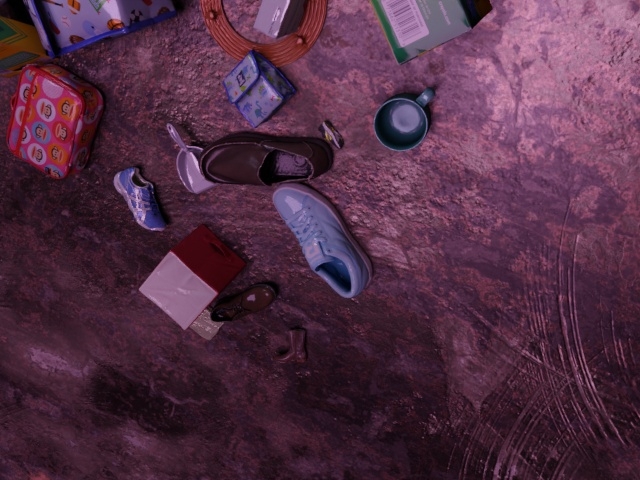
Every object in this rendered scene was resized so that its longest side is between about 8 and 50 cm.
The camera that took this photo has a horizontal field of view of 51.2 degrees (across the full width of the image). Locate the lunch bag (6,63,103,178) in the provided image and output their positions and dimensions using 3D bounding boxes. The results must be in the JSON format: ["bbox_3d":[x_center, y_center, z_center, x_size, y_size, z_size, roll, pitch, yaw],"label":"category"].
[{"bbox_3d":[-0.773,-0.349,1.907,0.258,0.120,0.293,31,118,8],"label":"lunch bag"}]

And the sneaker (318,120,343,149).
[{"bbox_3d":[0.027,-0.269,1.723,0.035,0.031,0.083,-29,98,41],"label":"sneaker"}]

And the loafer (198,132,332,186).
[{"bbox_3d":[-0.158,-0.207,1.739,0.366,0.130,0.133,-4,111,15],"label":"loafer"}]

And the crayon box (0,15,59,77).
[{"bbox_3d":[-0.889,-0.520,1.770,0.203,0.323,0.083,-11,89,22],"label":"crayon box"}]

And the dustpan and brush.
[{"bbox_3d":[-0.355,-0.233,1.844,0.147,0.060,0.211,-21,105,25],"label":"dustpan and brush"}]

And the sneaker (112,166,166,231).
[{"bbox_3d":[-0.514,-0.117,1.938,0.081,0.080,0.211,-28,103,30],"label":"sneaker"}]

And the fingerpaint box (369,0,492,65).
[{"bbox_3d":[0.171,-0.612,1.323,0.163,0.371,0.444,-20,104,27],"label":"fingerpaint box"}]

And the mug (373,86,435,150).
[{"bbox_3d":[0.213,-0.292,1.608,0.158,0.097,0.129,-11,109,22],"label":"mug"}]

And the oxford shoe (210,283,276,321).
[{"bbox_3d":[-0.230,0.197,1.976,0.227,0.096,0.082,-25,101,25],"label":"oxford shoe"}]

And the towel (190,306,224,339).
[{"bbox_3d":[-0.378,0.239,2.082,0.148,0.027,0.110,38,118,0],"label":"towel"}]

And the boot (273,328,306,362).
[{"bbox_3d":[-0.094,0.313,2.014,0.107,0.037,0.114,-2,116,5],"label":"boot"}]

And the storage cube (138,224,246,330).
[{"bbox_3d":[-0.366,0.102,1.923,0.184,0.193,0.215,43,120,-3],"label":"storage cube"}]

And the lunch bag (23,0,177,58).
[{"bbox_3d":[-0.602,-0.639,1.636,0.386,0.239,0.327,-1,116,34],"label":"lunch bag"}]

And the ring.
[{"bbox_3d":[-0.147,-0.590,1.633,0.337,0.032,0.336,7,115,15],"label":"ring"}]

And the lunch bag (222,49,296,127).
[{"bbox_3d":[-0.163,-0.385,1.692,0.129,0.096,0.151,-37,94,34],"label":"lunch bag"}]

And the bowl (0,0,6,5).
[{"bbox_3d":[-0.863,-0.719,1.685,0.134,0.298,0.297,-11,110,6],"label":"bowl"}]

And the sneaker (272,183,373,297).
[{"bbox_3d":[0.000,0.000,1.779,0.366,0.150,0.135,46,118,-5],"label":"sneaker"}]

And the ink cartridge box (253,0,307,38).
[{"bbox_3d":[-0.086,-0.532,1.534,0.063,0.150,0.109,28,118,5],"label":"ink cartridge box"}]
